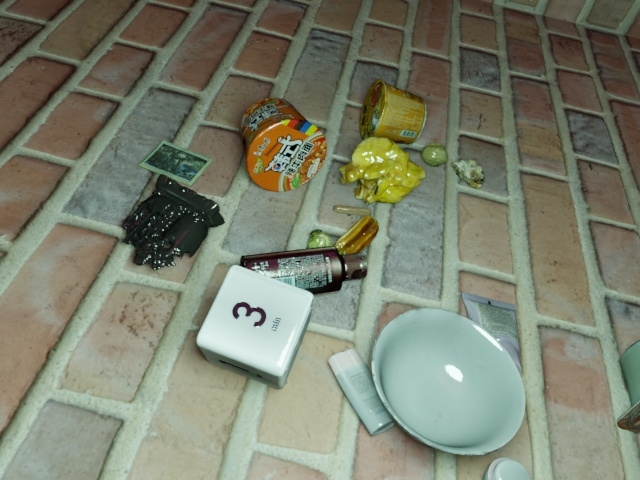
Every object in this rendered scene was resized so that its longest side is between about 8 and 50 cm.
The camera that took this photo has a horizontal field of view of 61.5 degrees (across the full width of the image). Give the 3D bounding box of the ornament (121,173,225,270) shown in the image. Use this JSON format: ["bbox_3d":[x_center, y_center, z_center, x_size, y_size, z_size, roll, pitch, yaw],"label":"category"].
[{"bbox_3d":[-0.419,-0.033,1.433,0.251,0.106,0.260,28,58,22],"label":"ornament"}]

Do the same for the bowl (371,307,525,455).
[{"bbox_3d":[0.262,0.335,1.204,0.346,0.157,0.345,8,48,-9],"label":"bowl"}]

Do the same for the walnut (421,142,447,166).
[{"bbox_3d":[0.387,-0.291,1.825,0.092,0.092,0.092,6,49,-7],"label":"walnut"}]

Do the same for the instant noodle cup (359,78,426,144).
[{"bbox_3d":[0.249,-0.427,1.839,0.172,0.215,0.215,9,48,-17],"label":"instant noodle cup"}]

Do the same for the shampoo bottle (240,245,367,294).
[{"bbox_3d":[-0.041,0.083,1.399,0.323,0.084,0.129,-7,87,-17],"label":"shampoo bottle"}]

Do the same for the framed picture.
[{"bbox_3d":[-0.444,-0.242,1.654,0.183,0.011,0.142,22,49,7],"label":"framed picture"}]

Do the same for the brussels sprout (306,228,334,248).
[{"bbox_3d":[0.000,0.000,1.512,0.085,0.058,0.085,11,32,-7],"label":"brussels sprout"}]

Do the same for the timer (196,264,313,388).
[{"bbox_3d":[-0.139,0.195,1.196,0.195,0.194,0.192,19,66,6],"label":"timer"}]

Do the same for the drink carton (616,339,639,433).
[{"bbox_3d":[0.832,0.361,1.309,0.191,0.185,0.189,15,37,3],"label":"drink carton"}]

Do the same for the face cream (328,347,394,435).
[{"bbox_3d":[0.094,0.344,1.234,0.084,0.057,0.198,-10,50,-29],"label":"face cream"}]

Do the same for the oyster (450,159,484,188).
[{"bbox_3d":[0.500,-0.221,1.806,0.103,0.051,0.148,3,34,-6],"label":"oyster"}]

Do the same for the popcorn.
[{"bbox_3d":[0.185,-0.221,1.653,0.254,0.190,0.191,-8,45,-13],"label":"popcorn"}]

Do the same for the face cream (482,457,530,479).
[{"bbox_3d":[0.386,0.509,1.125,0.091,0.095,0.091,6,49,-7],"label":"face cream"}]

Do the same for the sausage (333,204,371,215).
[{"bbox_3d":[0.096,-0.091,1.629,0.116,0.026,0.026,7,49,-5],"label":"sausage"}]

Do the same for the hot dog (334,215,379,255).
[{"bbox_3d":[0.100,-0.003,1.531,0.188,0.055,0.072,-42,99,-31],"label":"hot dog"}]

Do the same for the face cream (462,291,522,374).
[{"bbox_3d":[0.450,0.237,1.389,0.154,0.096,0.273,12,36,2],"label":"face cream"}]

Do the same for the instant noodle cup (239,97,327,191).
[{"bbox_3d":[-0.127,-0.303,1.633,0.251,0.250,0.192,-9,44,-19],"label":"instant noodle cup"}]
